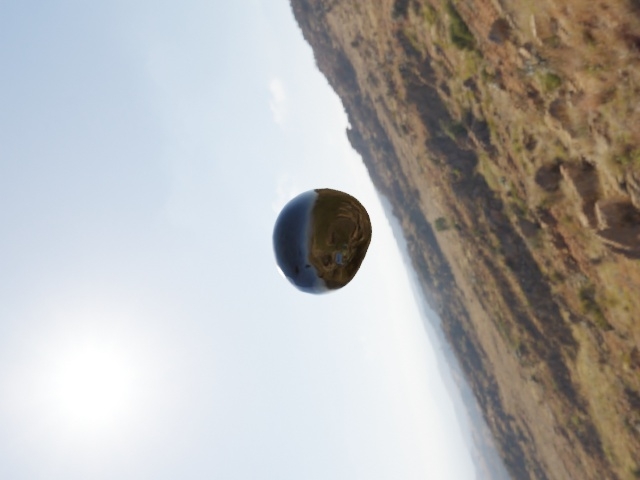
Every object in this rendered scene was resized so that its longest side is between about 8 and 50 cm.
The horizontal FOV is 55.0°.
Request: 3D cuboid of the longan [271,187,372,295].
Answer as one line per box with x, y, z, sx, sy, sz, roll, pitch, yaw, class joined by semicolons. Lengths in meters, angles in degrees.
0.000;0.000;1.046;0.189;0.189;0.189;-12;-90;-84;longan
